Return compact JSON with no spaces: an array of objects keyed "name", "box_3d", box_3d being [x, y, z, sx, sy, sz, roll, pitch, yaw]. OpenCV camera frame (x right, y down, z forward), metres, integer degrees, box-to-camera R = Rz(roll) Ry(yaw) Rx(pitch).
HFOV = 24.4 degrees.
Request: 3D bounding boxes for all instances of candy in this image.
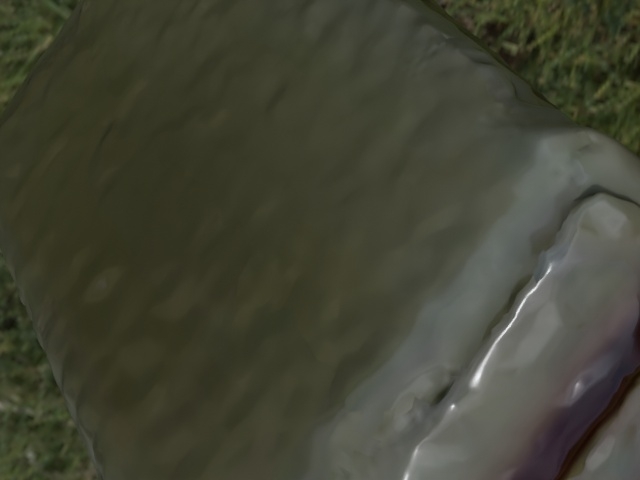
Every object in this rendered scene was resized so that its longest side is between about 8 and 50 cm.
[{"name":"candy","box_3d":[0.000,0.000,0.500,0.135,0.321,0.179,31,103,-39]}]
